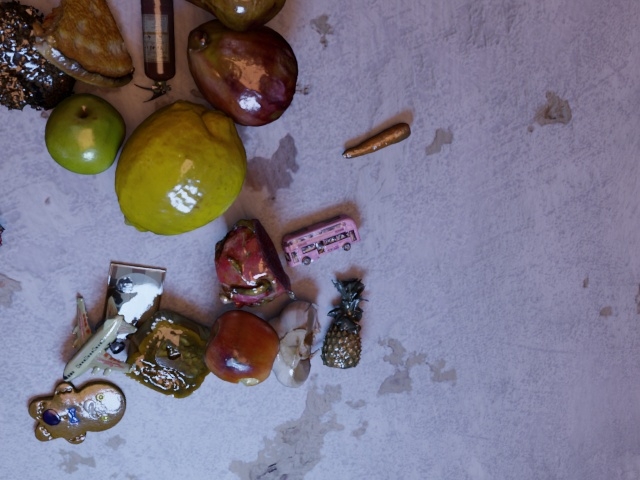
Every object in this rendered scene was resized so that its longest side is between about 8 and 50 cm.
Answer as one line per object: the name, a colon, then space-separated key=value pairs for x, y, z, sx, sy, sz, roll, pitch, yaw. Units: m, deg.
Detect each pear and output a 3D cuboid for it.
pear: x=-0.514 y=-0.222 z=1.465 sx=0.166 sy=0.216 sz=0.180 roll=3 pitch=64 yaw=-5

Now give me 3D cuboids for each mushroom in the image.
mushroom: x=-0.181 y=-0.598 z=1.339 sx=0.346 sy=0.345 sz=0.259 roll=-1 pitch=146 yaw=-15

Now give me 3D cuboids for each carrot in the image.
carrot: x=0.142 y=-0.251 z=1.687 sx=0.191 sy=0.047 sz=0.047 roll=-23 pitch=111 yaw=-3

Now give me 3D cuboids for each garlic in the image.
garlic: x=-0.084 y=0.269 z=1.741 sx=0.143 sy=0.178 sz=0.229 roll=4 pitch=88 yaw=15

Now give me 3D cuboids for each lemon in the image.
lemon: x=-0.312 y=-0.151 z=1.474 sx=0.285 sy=0.285 sz=0.316 roll=12 pitch=103 yaw=-18

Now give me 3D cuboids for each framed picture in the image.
framed picture: x=-0.473 y=0.159 z=1.663 sx=0.136 sy=0.010 sz=0.200 roll=10 pitch=104 yaw=-17

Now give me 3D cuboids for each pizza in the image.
pizza: x=-0.510 y=-0.444 z=1.360 sx=0.074 sy=0.251 sz=0.287 roll=-15 pitch=106 yaw=20

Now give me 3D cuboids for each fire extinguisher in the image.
fire extinguisher: x=-0.375 y=-0.426 z=1.486 sx=0.099 sy=0.071 sz=0.231 roll=7 pitch=108 yaw=12

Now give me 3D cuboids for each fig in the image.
fig: x=-0.173 y=-0.384 z=1.476 sx=0.263 sy=0.224 sz=0.224 roll=39 pitch=94 yaw=-13

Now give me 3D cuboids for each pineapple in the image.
pineapple: x=0.070 y=0.222 z=1.785 sx=0.125 sy=0.125 sz=0.251 roll=5 pitch=97 yaw=-16

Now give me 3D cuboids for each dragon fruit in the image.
dragon fruit: x=-0.173 y=0.075 z=1.618 sx=0.147 sy=0.211 sz=0.282 roll=-23 pitch=129 yaw=5

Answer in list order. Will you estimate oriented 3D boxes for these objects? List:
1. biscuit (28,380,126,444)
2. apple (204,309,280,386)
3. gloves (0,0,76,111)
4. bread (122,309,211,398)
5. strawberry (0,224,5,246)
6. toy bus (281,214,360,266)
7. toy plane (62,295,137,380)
biscuit: x=-0.621 y=0.439 z=1.698 sx=0.236 sy=0.039 sz=0.179 roll=-13 pitch=108 yaw=-13
apple: x=-0.187 y=0.266 z=1.603 sx=0.199 sy=0.199 sz=0.199 roll=-4 pitch=107 yaw=-14
gloves: x=-0.641 y=-0.389 z=1.360 sx=0.312 sy=0.135 sz=0.210 roll=30 pitch=92 yaw=-36
bread: x=-0.373 y=0.289 z=1.670 sx=0.210 sy=0.110 sz=0.192 roll=33 pitch=94 yaw=-25
strawberry: x=-0.785 y=-0.009 z=1.511 sx=0.152 sy=0.048 sz=0.104 roll=-42 pitch=120 yaw=15
toy bus: x=0.000 y=0.000 z=1.715 sx=0.203 sy=0.063 sz=0.090 roll=-21 pitch=108 yaw=-10
toy plane: x=-0.546 y=0.258 z=1.610 sx=0.229 sy=0.092 sz=0.244 roll=47 pitch=111 yaw=16
